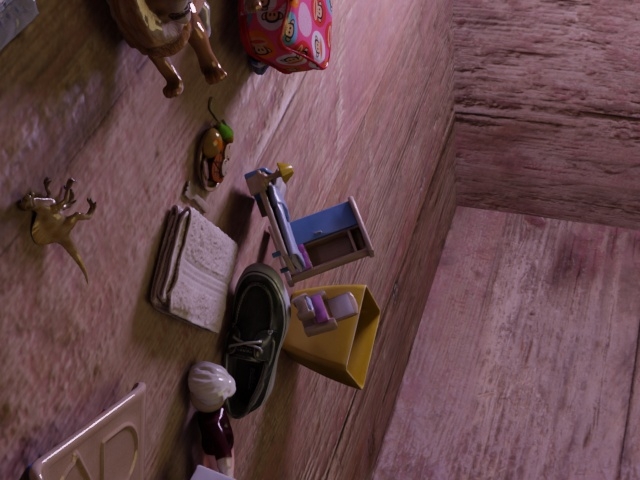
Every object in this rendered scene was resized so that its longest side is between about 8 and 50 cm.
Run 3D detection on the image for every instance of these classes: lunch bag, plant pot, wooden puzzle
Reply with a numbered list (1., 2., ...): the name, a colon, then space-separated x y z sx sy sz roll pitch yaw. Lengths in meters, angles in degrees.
1. lunch bag: -0.050 -0.468 1.826 0.258 0.120 0.293 12 78 -64
2. plant pot: 0.019 0.225 2.363 0.212 0.187 0.212 58 43 -64
3. wooden puzzle: -0.357 0.412 1.442 0.348 0.080 0.322 -44 140 -71

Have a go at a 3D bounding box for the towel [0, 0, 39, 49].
1. towel: -0.390 -0.322 0.997 0.324 0.056 0.312 82 24 -46

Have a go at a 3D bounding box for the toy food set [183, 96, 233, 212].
1. toy food set: -0.188 -0.150 1.761 0.132 0.038 0.192 52 49 -67

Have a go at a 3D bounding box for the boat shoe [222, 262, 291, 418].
1. boat shoe: -0.134 0.215 1.973 0.119 0.121 0.335 -54 151 -64

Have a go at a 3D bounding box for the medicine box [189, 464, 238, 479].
1. medicine box: -0.222 0.609 1.752 0.263 0.149 0.289 -61 166 -48

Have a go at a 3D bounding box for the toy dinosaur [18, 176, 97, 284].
1. toy dinosaur: -0.350 -0.027 1.309 0.093 0.053 0.183 -56 146 -23

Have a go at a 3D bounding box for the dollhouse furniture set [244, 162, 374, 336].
1. dollhouse furniture set: 0.000 0.000 1.967 0.303 0.198 0.287 69 1 -69

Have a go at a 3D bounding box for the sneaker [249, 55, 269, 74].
1. sneaker: -0.104 -0.382 1.921 0.058 0.052 0.135 92 23 -55

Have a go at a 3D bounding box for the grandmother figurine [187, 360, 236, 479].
1. grandmother figurine: -0.202 0.392 1.870 0.208 0.104 0.343 -141 -138 -60

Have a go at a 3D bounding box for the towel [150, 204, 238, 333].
1. towel: -0.219 0.058 1.749 0.282 0.049 0.187 43 58 -70

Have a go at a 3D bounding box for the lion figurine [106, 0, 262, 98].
1. lion figurine: -0.209 -0.381 1.469 0.392 0.142 0.240 -83 156 -50
